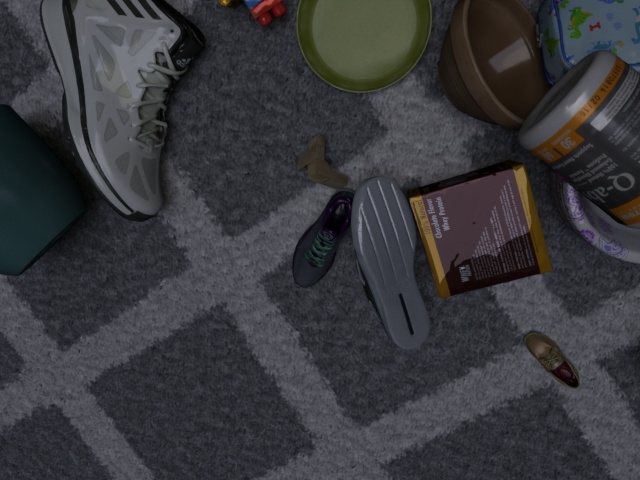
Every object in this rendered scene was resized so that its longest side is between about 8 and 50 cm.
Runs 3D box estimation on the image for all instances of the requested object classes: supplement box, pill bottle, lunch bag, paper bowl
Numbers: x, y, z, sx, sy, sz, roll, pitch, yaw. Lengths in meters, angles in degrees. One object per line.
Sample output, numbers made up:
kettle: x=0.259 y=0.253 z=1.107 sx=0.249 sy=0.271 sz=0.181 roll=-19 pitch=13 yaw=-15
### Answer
supplement box: x=0.278 y=-0.024 z=0.906 sx=0.194 sy=0.129 sz=0.191 roll=-17 pitch=99 yaw=12
pill bottle: x=0.433 y=-0.117 z=0.694 sx=0.278 sy=0.162 sz=0.162 roll=38 pitch=105 yaw=0
lunch bag: x=0.466 y=-0.331 z=0.802 sx=0.219 sy=0.090 sz=0.175 roll=-5 pitch=81 yaw=1
paper bowl: x=0.535 y=-0.111 z=0.836 sx=0.285 sy=0.148 sz=0.284 roll=2 pitch=103 yaw=8

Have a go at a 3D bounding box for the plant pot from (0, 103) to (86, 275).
plant pot: x=-0.612 y=-0.073 z=0.970 sx=0.293 sy=0.293 sz=0.235 roll=-40 pitch=109 yaw=15

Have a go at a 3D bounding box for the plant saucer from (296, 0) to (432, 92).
plant saucer: x=0.077 y=-0.390 z=0.906 sx=0.241 sy=0.037 sz=0.240 roll=2 pitch=102 yaw=8

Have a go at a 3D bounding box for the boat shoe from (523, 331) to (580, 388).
boat shoe: x=0.455 y=0.234 z=0.977 sx=0.135 sy=0.045 sz=0.050 roll=41 pitch=105 yaw=-1

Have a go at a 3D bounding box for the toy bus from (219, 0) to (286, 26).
toy bus: x=-0.111 y=-0.497 z=0.868 sx=0.220 sy=0.149 sz=0.211 roll=-33 pitch=108 yaw=12

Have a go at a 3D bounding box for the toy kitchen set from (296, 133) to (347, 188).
toy kitchen set: x=0.003 y=-0.146 z=0.979 sx=0.068 sy=0.075 sz=0.083 roll=-22 pitch=60 yaw=49

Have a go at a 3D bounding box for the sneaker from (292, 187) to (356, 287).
sneaker: x=0.000 y=0.000 z=0.972 sx=0.083 sy=0.098 sz=0.223 roll=28 pitch=105 yaw=3

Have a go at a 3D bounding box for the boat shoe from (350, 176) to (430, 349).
boat shoe: x=0.113 y=0.045 z=0.951 sx=0.121 sy=0.119 sz=0.334 roll=-16 pitch=103 yaw=-18

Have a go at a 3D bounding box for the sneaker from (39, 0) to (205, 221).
sneaker: x=-0.326 y=-0.270 z=0.929 sx=0.258 sy=0.169 sz=0.447 roll=-14 pitch=97 yaw=14

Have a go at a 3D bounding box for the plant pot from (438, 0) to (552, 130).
plant pot: x=0.276 y=-0.287 z=0.835 sx=0.110 sy=0.237 sz=0.237 roll=-17 pitch=102 yaw=54
